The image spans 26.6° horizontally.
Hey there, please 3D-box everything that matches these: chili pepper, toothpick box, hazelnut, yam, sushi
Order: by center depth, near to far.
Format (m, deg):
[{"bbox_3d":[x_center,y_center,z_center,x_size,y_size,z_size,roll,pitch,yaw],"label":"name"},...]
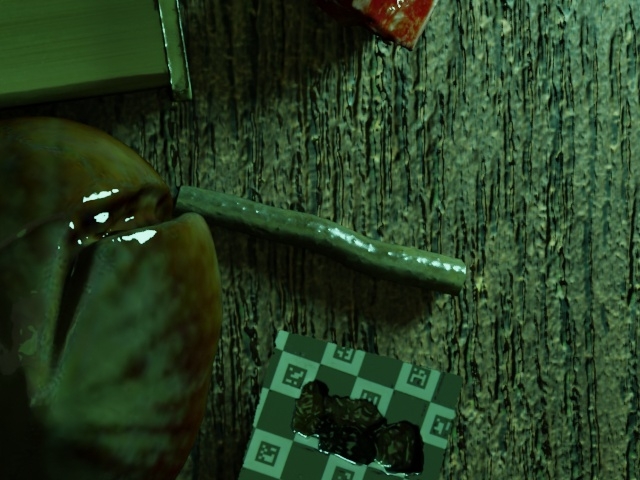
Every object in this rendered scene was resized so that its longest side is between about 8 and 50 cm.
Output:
[{"bbox_3d":[-0.259,0.092,1.259,0.359,0.359,0.410,8,111,-13],"label":"hazelnut"},{"bbox_3d":[-0.287,-0.206,1.309,0.308,0.190,0.188,-9,97,-7],"label":"toothpick box"},{"bbox_3d":[0.091,-0.326,1.407,0.144,0.136,0.253,33,90,21],"label":"chili pepper"},{"bbox_3d":[0.000,0.000,1.456,0.326,0.045,0.045,15,123,-12],"label":"yam"},{"bbox_3d":[0.028,0.213,1.477,0.215,0.050,0.192,15,88,-8],"label":"sushi"}]
